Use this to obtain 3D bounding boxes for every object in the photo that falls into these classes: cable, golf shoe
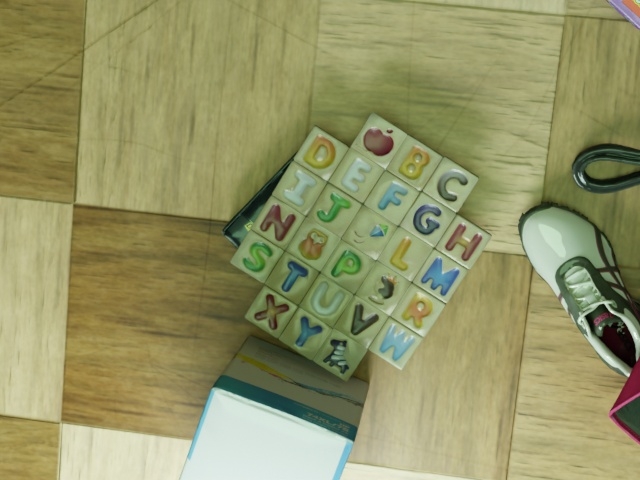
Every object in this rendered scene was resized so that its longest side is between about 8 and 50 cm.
[{"bbox_3d":[0.488,-0.116,1.795,0.287,0.072,0.139,-20,114,23],"label":"cable"},{"bbox_3d":[0.367,0.065,1.798,0.105,0.120,0.273,-37,92,14],"label":"golf shoe"}]

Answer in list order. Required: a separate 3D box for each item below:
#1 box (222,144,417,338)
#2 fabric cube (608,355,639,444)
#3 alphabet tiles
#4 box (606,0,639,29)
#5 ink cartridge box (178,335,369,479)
[{"bbox_3d":[0.000,0.000,1.870,0.220,0.051,0.175,45,102,-2],"label":"box"},{"bbox_3d":[0.566,0.166,1.660,0.259,0.258,0.254,40,144,-3],"label":"fabric cube"},{"bbox_3d":[0.053,0.011,1.833,0.285,0.011,0.342,33,102,1],"label":"alphabet tiles"},{"bbox_3d":[0.378,-0.445,1.735,0.293,0.057,0.201,42,102,-1],"label":"box"},{"bbox_3d":[-0.064,0.281,1.818,0.197,0.270,0.198,21,102,2],"label":"ink cartridge box"}]
